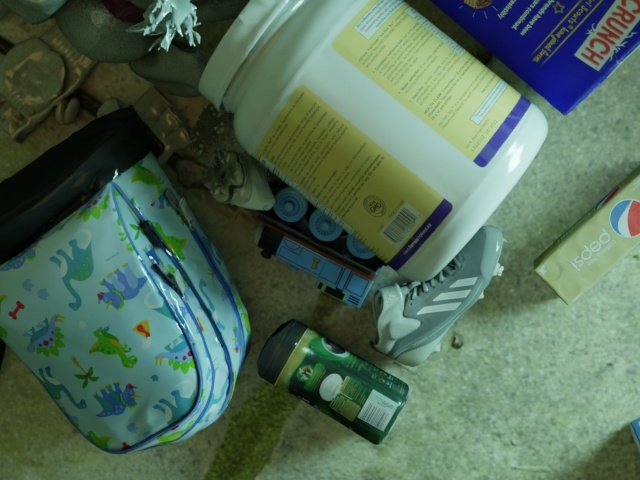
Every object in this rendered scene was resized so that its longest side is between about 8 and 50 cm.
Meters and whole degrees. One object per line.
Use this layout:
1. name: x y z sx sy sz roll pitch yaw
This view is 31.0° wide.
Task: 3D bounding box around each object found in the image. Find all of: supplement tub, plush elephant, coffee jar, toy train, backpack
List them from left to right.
1. backpack: -0.242 0.076 1.374 0.290 0.273 0.356 -29 117 13
2. plush elephant: -0.198 -0.303 1.297 0.272 0.330 0.255 35 144 -31
3. toy train: 0.000 0.000 1.396 0.184 0.080 0.105 27 109 4
4. coffee jar: 0.013 0.170 1.413 0.184 0.096 0.079 30 101 4
5. supplement tub: 0.056 -0.140 1.277 0.331 0.241 0.241 39 104 1

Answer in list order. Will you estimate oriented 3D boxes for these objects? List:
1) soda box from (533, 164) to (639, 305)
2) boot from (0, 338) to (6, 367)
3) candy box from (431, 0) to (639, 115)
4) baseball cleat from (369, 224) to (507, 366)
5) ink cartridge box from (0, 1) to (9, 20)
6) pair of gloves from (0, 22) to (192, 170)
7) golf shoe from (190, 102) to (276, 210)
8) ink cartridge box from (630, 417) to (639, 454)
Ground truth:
1. soda box: 0.334 -0.009 1.349 0.181 0.058 0.061 -44 91 13
2. boot: -0.502 0.060 1.499 0.206 0.090 0.249 9 100 -5
3. candy box: 0.231 -0.327 1.208 0.317 0.122 0.268 43 144 1
4. baseball cleat: 0.132 0.059 1.375 0.109 0.072 0.206 25 104 -23
5. ink cartridge box: -0.390 -0.392 1.381 0.158 0.092 0.218 45 105 0
6. pair of gloves: -0.294 -0.157 1.433 0.204 0.042 0.240 -37 92 14
7. golf shoe: -0.102 -0.098 1.376 0.086 0.176 0.069 27 124 -38
8. ink cartridge box: 0.465 0.350 1.218 0.151 0.395 0.270 -23 96 12
